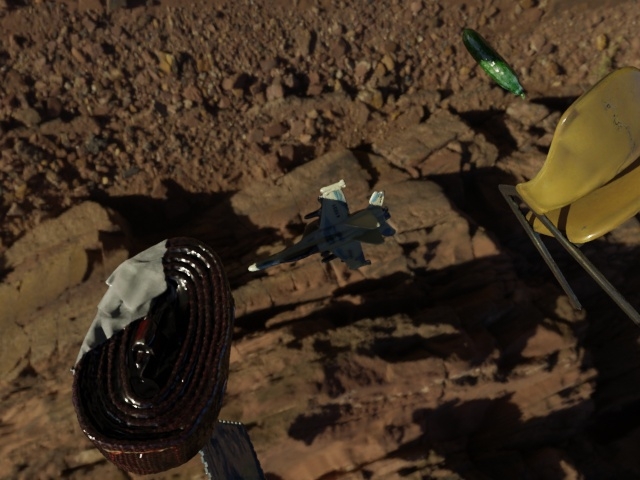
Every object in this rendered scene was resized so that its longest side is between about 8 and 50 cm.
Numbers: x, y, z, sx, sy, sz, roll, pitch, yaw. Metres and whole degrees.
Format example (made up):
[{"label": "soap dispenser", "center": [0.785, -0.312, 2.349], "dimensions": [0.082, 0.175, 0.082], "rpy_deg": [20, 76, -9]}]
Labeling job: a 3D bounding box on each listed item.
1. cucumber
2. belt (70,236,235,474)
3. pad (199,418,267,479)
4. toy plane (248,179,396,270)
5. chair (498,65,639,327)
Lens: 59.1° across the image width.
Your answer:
[{"label": "cucumber", "center": [0.294, -0.299, 0.958], "dimensions": [0.037, 0.155, 0.037], "rpy_deg": [-44, -177, 3]}, {"label": "belt", "center": [-0.205, 0.147, 0.738], "dimensions": [0.184, 0.289, 0.164], "rpy_deg": [8, 145, -1]}, {"label": "pad", "center": [-0.158, 0.477, 1.118], "dimensions": [0.012, 0.269, 0.269], "rpy_deg": [-30, 156, 4]}, {"label": "toy plane", "center": [-0.002, -0.007, 0.981], "dimensions": [0.262, 0.088, 0.192], "rpy_deg": [-16, 127, 6]}, {"label": "chair", "center": [0.290, -0.046, 0.558], "dimensions": [0.159, 0.247, 0.172], "rpy_deg": [-41, -169, 2]}]
